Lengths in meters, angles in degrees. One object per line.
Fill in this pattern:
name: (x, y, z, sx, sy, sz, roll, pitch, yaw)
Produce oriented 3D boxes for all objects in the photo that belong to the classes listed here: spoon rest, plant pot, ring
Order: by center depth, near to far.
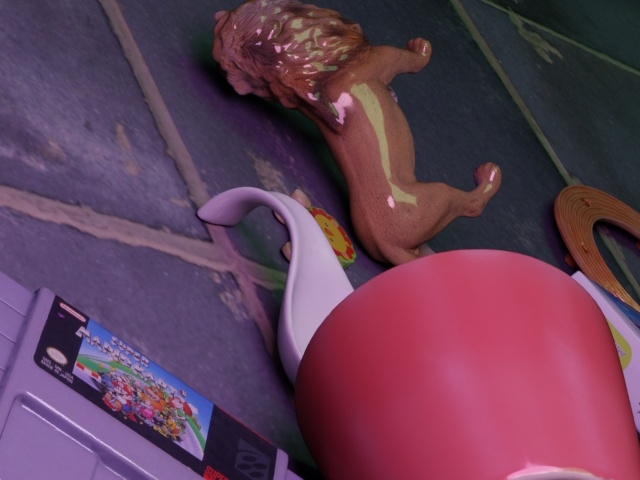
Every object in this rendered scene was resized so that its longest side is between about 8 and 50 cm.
plant pot: (0.134, 0.179, 1.506, 0.275, 0.275, 0.243, 30, 22, -27)
spoon rest: (-0.013, 0.052, 1.738, 0.137, 0.084, 0.276, 8, 42, -52)
ring: (0.416, 0.062, 2.425, 0.336, 0.032, 0.336, 35, 26, -20)

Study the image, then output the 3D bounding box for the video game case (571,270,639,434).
video game case: (0.338, 0.157, 1.815, 0.244, 0.061, 0.269, 52, 12, 25)

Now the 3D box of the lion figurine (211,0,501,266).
lion figurine: (0.053, -0.095, 2.007, 0.240, 0.142, 0.392, -9, 60, -51)

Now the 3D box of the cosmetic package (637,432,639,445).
cosmetic package: (0.279, 0.234, 1.826, 0.231, 0.117, 0.085, 45, 56, 8)

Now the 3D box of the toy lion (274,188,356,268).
toy lion: (0.000, 0.000, 1.906, 0.096, 0.034, 0.100, 37, 25, -32)

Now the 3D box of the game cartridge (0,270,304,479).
game cartridge: (-0.140, 0.170, 1.396, 0.355, 0.068, 0.230, 36, 30, -15)
